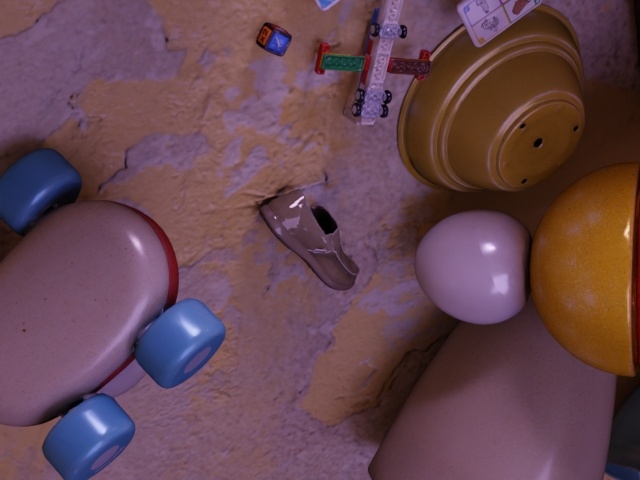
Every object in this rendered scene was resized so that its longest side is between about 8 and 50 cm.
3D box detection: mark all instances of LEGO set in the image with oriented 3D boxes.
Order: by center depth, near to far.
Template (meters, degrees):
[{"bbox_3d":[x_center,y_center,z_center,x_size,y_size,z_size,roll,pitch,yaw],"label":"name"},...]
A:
[{"bbox_3d":[0.060,-0.215,1.335,0.244,0.060,0.182,-38,126,-5],"label":"LEGO set"}]

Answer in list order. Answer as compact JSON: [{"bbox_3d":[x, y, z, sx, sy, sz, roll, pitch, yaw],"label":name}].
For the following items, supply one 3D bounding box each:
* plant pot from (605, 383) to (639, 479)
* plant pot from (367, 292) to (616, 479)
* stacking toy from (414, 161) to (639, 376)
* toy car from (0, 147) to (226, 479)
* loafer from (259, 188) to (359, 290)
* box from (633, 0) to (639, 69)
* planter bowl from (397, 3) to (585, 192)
[{"bbox_3d":[0.514,0.244,1.902,0.293,0.293,0.196,32,77,-47],"label":"plant pot"},{"bbox_3d":[0.218,0.172,1.644,0.256,0.256,0.274,12,101,-42],"label":"plant pot"},{"bbox_3d":[0.329,0.023,1.465,0.480,0.350,0.350,4,138,17],"label":"stacking toy"},{"bbox_3d":[-0.191,0.066,1.304,0.210,0.219,0.238,-46,167,6],"label":"toy car"},{"bbox_3d":[0.000,0.000,1.450,0.050,0.056,0.148,-40,139,9],"label":"loafer"},{"bbox_3d":[0.423,-0.234,1.482,0.191,0.143,0.381,-30,139,-9],"label":"box"},{"bbox_3d":[0.190,-0.116,1.465,0.217,0.090,0.217,-20,134,-22],"label":"planter bowl"}]
